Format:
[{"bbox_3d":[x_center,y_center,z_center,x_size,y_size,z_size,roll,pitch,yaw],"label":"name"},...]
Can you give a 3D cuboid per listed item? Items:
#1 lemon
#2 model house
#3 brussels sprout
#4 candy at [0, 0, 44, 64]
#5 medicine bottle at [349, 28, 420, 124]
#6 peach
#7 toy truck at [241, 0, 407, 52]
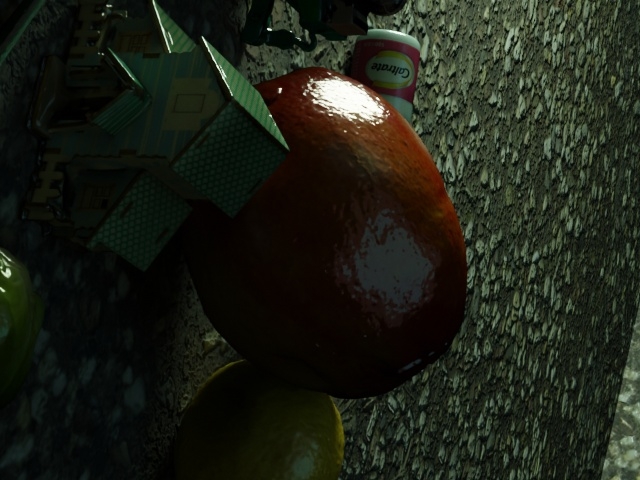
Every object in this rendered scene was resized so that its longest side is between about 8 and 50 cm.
[{"bbox_3d":[-0.068,0.236,1.881,0.188,0.188,0.257,67,30,-44],"label":"lemon"},{"bbox_3d":[-0.150,-0.112,1.633,0.178,0.206,0.271,48,51,-58],"label":"model house"},{"bbox_3d":[-0.302,0.079,1.436,0.155,0.117,0.155,-4,90,-86],"label":"brussels sprout"},{"bbox_3d":[-0.243,-0.258,1.594,0.323,0.097,0.097,-60,145,-29],"label":"candy"},{"bbox_3d":[0.077,-0.168,2.261,0.090,0.090,0.217,29,67,-63],"label":"medicine bottle"},{"bbox_3d":[0.002,-0.001,1.820,0.373,0.290,0.372,62,3,-5],"label":"peach"},{"bbox_3d":[0.008,-0.400,1.975,0.176,0.178,0.363,14,80,-75],"label":"toy truck"}]
